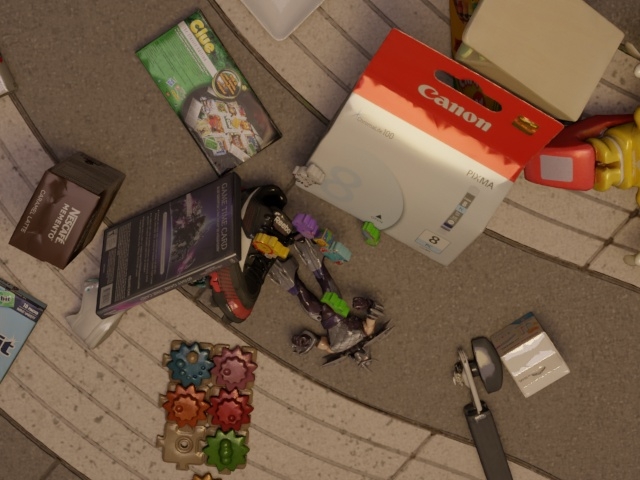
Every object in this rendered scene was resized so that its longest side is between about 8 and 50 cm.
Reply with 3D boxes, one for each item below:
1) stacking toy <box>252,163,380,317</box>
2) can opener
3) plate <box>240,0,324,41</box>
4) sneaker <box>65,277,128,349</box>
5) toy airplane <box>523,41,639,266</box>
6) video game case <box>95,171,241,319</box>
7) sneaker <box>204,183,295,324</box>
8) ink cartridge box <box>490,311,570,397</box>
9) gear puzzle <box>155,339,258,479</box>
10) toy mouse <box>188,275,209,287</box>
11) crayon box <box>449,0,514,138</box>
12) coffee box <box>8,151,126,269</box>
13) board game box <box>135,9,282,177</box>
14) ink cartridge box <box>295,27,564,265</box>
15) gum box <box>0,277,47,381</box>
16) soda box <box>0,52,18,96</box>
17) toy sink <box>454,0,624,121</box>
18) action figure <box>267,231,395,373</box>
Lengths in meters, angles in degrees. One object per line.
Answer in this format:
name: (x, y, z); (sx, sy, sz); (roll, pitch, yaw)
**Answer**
stacking toy: (0.000, 0.000, 1.892); (0.221, 0.052, 0.167); (43, 60, -31)
can opener: (0.303, 0.318, 2.048); (0.093, 0.074, 0.280); (-14, 101, 2)
plate: (-0.061, -0.524, 1.890); (0.277, 0.045, 0.278); (-42, 99, 9)
sneaker: (-0.372, 0.091, 2.006); (0.094, 0.080, 0.212); (43, 100, 4)
toy airplane: (0.578, -0.143, 1.850); (0.386, 0.272, 0.384); (38, 104, -16)
video game case: (-0.254, 0.007, 1.903); (0.274, 0.196, 0.026); (-22, 133, 18)
sneaker: (-0.113, 0.011, 1.888); (0.135, 0.276, 0.097); (-16, 137, 26)
ink cartridge box: (0.368, 0.202, 1.989); (0.092, 0.143, 0.090); (-33, 100, 6)
gear puzzle: (-0.214, 0.352, 2.070); (0.175, 0.044, 0.339); (6, 102, -1)
toy mouse: (-0.225, 0.027, 2.010); (0.143, 0.031, 0.161); (-33, 100, 6)
crayon box: (0.288, -0.334, 1.846); (0.081, 0.202, 0.318); (-7, 101, -17)
coffee box: (-0.416, -0.054, 1.883); (0.098, 0.246, 0.141); (28, 101, -5)
board game box: (-0.191, -0.252, 1.955); (0.136, 0.030, 0.260); (-31, 100, 8)
ink cartridge box: (0.163, -0.135, 1.825); (0.308, 0.385, 0.091); (29, 59, -5)
gum box: (-0.606, 0.156, 2.031); (0.157, 0.041, 0.184); (31, 101, -6)
soda box: (-0.598, -0.338, 1.916); (0.074, 0.069, 0.216); (-23, 101, 5)
toy sink: (0.301, -0.303, 1.679); (0.234, 0.131, 0.153); (29, 90, -25)
action figure: (0.009, 0.120, 1.992); (0.185, 0.099, 0.285); (-33, 97, 13)
